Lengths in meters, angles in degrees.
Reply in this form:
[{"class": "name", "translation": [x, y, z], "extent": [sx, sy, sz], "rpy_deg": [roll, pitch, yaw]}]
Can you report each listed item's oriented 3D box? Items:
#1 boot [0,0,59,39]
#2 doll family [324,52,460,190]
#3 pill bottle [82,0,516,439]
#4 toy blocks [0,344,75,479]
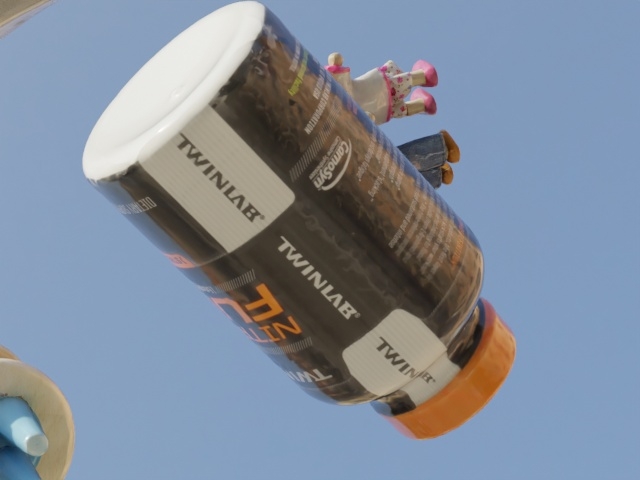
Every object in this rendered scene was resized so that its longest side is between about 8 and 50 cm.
[{"class": "boot", "translation": [-0.209, -0.195, 1.091], "extent": [0.258, 0.095, 0.123], "rpy_deg": [-31, -14, 33]}, {"class": "doll family", "translation": [0.039, -0.027, 1.459], "extent": [0.163, 0.118, 0.263], "rpy_deg": [-18, -51, -23]}, {"class": "pill bottle", "translation": [0.000, 0.000, 0.911], "extent": [0.130, 0.130, 0.246], "rpy_deg": [-39, -67, 12]}, {"class": "toy blocks", "translation": [-0.138, 0.039, 0.537], "extent": [0.123, 0.148, 0.054], "rpy_deg": [39, -100, -21]}]
